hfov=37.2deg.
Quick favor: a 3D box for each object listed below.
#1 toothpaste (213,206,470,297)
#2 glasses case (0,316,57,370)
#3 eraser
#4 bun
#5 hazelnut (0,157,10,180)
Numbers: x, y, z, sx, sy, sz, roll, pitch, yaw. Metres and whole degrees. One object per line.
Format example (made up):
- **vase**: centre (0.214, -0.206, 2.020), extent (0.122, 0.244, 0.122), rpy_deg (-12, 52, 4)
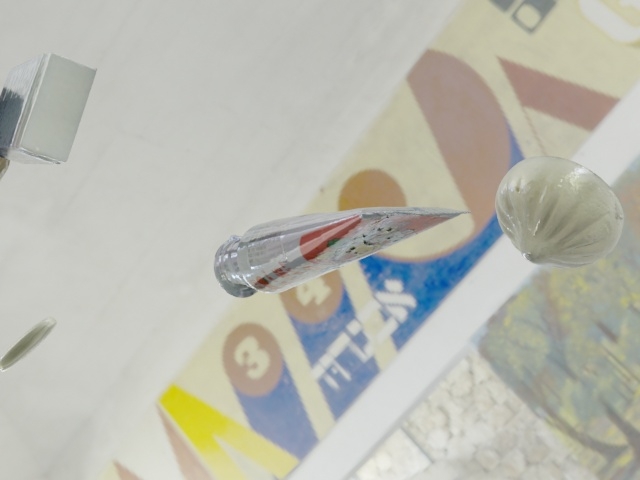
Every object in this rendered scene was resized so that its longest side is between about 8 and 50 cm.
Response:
- **toothpaste**: centre (0.000, 0.000, 0.704), extent (0.089, 0.057, 0.234), rpy_deg (-2, -10, -37)
- **glasses case**: centre (-0.335, 0.118, 1.088), extent (0.083, 0.021, 0.032), rpy_deg (-42, 2, 0)
- **eraser**: centre (-0.262, -0.119, 0.877), extent (0.046, 0.212, 0.092), rpy_deg (19, -95, -27)
- **bun**: centre (0.239, -0.016, 0.996), extent (0.094, 0.138, 0.138), rpy_deg (-51, -17, -23)
- **hazelnut**: centre (-0.498, -0.121, 1.219), extent (0.210, 0.186, 0.210), rpy_deg (-160, 90, -89)
